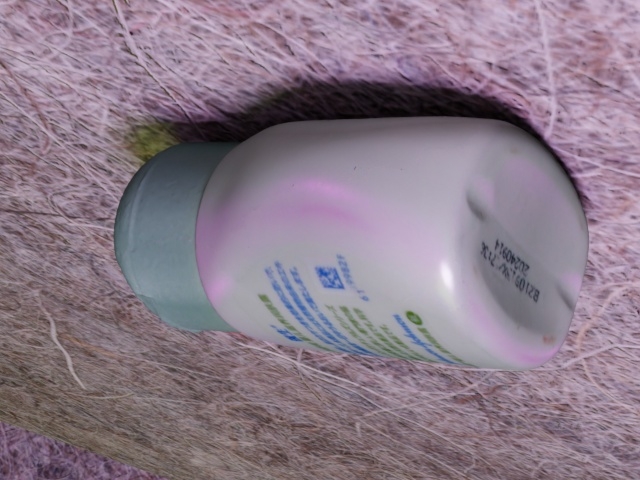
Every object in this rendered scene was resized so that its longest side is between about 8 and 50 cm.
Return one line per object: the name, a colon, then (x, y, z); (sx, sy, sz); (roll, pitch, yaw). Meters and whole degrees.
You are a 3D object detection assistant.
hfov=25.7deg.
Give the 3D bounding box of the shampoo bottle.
shampoo bottle: (0.000, 0.000, 0.997); (0.350, 0.151, 0.222); (1, 157, 40)
